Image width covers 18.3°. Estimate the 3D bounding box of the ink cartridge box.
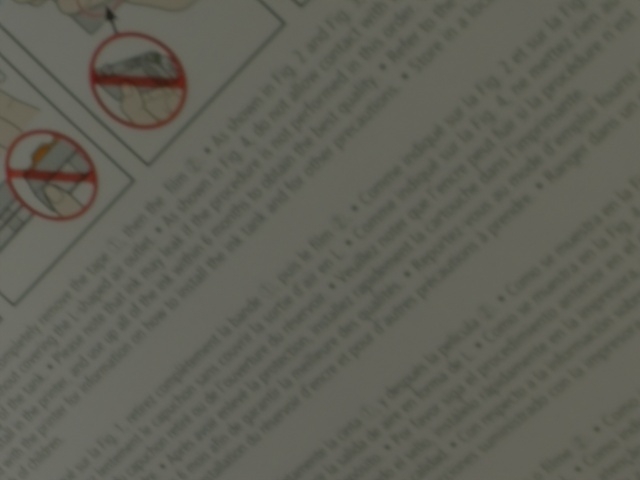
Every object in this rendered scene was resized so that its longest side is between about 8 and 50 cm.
[{"bbox_3d":[0.000,0.000,0.609,0.308,0.385,0.091,-43,6,31],"label":"ink cartridge box"}]
